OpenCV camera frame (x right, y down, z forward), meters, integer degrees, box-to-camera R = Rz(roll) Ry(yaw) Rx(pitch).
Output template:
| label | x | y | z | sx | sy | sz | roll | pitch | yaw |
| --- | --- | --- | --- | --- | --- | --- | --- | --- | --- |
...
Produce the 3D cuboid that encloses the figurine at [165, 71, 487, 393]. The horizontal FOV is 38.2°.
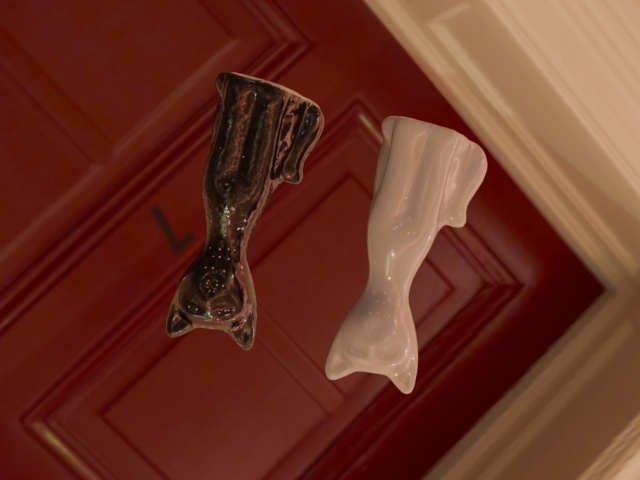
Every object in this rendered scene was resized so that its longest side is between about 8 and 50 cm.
| label | x | y | z | sx | sy | sz | roll | pitch | yaw |
| --- | --- | --- | --- | --- | --- | --- | --- | --- | --- |
| figurine | 0.000 | 0.000 | 0.709 | 0.092 | 0.215 | 0.209 | -11 | 117 | -82 |
